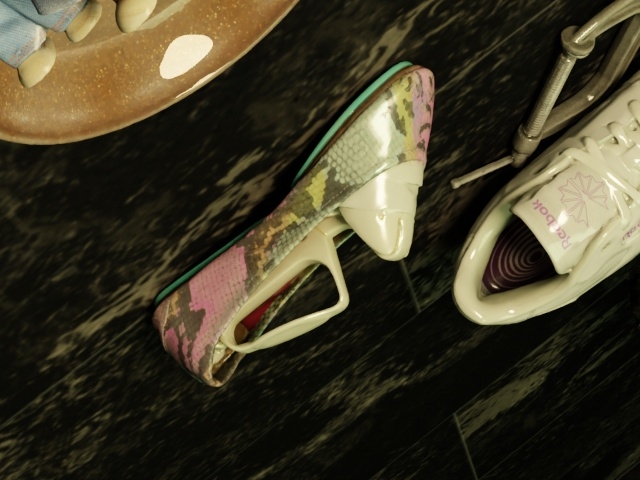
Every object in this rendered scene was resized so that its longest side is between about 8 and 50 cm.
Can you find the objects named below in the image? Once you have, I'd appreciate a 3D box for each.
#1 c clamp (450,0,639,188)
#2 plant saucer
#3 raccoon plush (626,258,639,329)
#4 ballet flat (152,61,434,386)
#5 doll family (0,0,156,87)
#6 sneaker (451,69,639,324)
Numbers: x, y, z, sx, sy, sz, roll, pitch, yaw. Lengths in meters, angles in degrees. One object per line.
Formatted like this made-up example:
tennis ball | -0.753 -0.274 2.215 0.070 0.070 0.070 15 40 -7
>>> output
c clamp | 0.164 -0.102 1.088 0.137 0.022 0.160 -25 155 -33
plant saucer | -0.067 -0.120 0.648 0.198 0.036 0.198 -33 158 -15
raccoon plush | 0.396 -0.077 1.418 0.299 0.216 0.446 80 32 -51
ballet flat | 0.000 0.000 0.942 0.221 0.079 0.077 -44 158 10
doll family | -0.082 -0.132 0.509 0.111 0.076 0.193 38 95 -32
sneaker | 0.210 -0.038 1.114 0.305 0.114 0.152 -43 173 20
